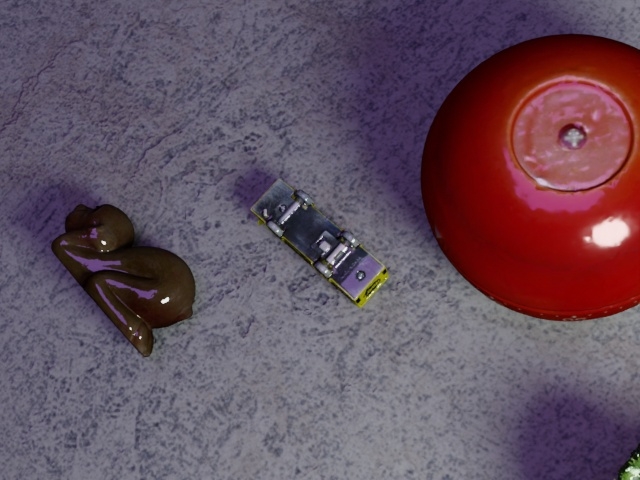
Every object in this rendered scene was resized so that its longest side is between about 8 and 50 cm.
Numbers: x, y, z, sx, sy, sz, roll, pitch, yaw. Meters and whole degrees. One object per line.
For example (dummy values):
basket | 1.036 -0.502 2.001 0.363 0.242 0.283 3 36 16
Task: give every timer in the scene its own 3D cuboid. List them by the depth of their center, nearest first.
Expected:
timer | 0.321 -0.085 1.264 0.377 0.279 0.378 -4 70 12

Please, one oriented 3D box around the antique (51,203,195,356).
antique | -0.302 0.043 1.480 0.143 0.121 0.257 -44 65 -11

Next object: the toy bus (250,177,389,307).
toy bus | 0.000 0.000 1.433 0.226 0.074 0.081 39 85 24

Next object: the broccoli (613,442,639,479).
broccoli | 0.435 0.328 1.036 0.261 0.241 0.269 -40 93 -22
